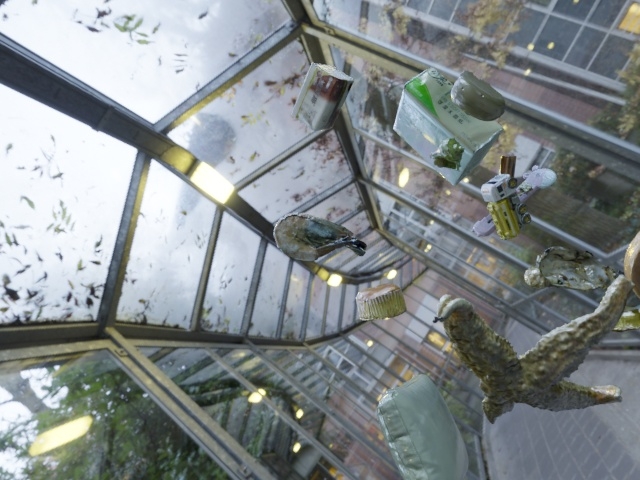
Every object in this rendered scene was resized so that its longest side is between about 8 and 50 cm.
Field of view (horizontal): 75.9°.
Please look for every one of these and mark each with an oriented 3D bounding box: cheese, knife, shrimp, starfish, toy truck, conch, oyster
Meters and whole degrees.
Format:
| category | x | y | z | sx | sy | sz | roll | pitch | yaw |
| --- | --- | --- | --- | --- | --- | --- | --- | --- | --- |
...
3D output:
| category | x | y | z | sx | sy | sz | roll | pitch | yaw |
| --- | --- | --- | --- | --- | --- | --- | --- | --- | --- |
| cheese | 0.540 | -0.485 | 1.403 | 0.091 | 0.202 | 0.175 | -55 | 0 | 43 |
| knife | 0.816 | -0.161 | 1.750 | 0.399 | 0.132 | 0.038 | -46 | -50 | 12 |
| shrimp | 0.000 | 0.000 | 1.916 | 0.110 | 0.444 | 0.222 | 118 | 164 | -80 |
| starfish | 0.393 | 0.208 | 0.725 | 0.083 | 0.323 | 0.433 | -93 | -19 | -56 |
| toy truck | 0.669 | -0.120 | 1.490 | 0.113 | 0.227 | 0.098 | -27 | 11 | -5 |
| conch | 0.335 | -0.220 | 1.077 | 0.074 | 0.089 | 0.121 | -25 | 6 | -27 |
| oyster | 0.801 | 0.112 | 1.329 | 0.094 | 0.293 | 0.166 | 104 | -179 | -56 |

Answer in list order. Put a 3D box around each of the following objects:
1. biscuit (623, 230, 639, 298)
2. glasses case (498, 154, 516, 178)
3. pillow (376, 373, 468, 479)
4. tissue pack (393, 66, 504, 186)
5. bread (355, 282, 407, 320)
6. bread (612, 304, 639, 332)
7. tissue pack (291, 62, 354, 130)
| category | x | y | z | sx | sy | sz | roll | pitch | yaw |
| --- | --- | --- | --- | --- | --- | --- | --- | --- | --- |
| biscuit | 0.702 | 0.081 | 0.715 | 0.275 | 0.354 | 0.052 | -50 | 5 | 32 |
| glasses case | 0.774 | -0.269 | 1.720 | 0.041 | 0.064 | 0.170 | -8 | -73 | -22 |
| pillow | 0.245 | 0.452 | 0.953 | 0.119 | 0.256 | 0.322 | -32 | -21 | 18 |
| tissue pack | 0.528 | -0.478 | 1.755 | 0.205 | 0.405 | 0.332 | -38 | -15 | -10 |
| bread | 0.252 | 0.260 | 1.743 | 0.178 | 0.133 | 0.250 | -16 | -3 | -15 |
| bread | 1.218 | 0.304 | 1.607 | 0.232 | 0.088 | 0.160 | -17 | -10 | 26 |
| tissue pack | 0.007 | -0.384 | 1.106 | 0.106 | 0.099 | 0.149 | -28 | -29 | -54 |
